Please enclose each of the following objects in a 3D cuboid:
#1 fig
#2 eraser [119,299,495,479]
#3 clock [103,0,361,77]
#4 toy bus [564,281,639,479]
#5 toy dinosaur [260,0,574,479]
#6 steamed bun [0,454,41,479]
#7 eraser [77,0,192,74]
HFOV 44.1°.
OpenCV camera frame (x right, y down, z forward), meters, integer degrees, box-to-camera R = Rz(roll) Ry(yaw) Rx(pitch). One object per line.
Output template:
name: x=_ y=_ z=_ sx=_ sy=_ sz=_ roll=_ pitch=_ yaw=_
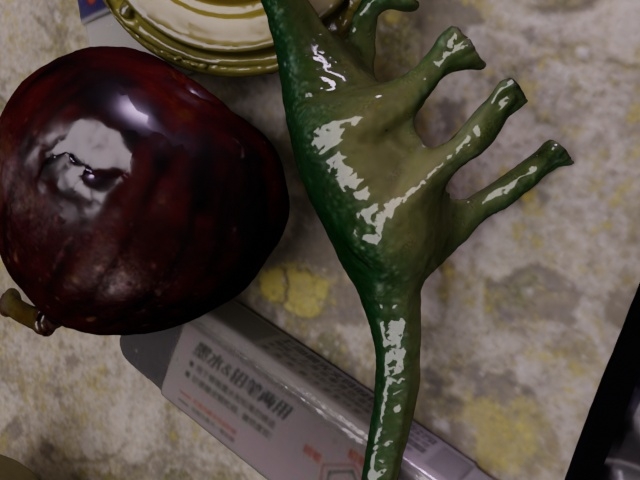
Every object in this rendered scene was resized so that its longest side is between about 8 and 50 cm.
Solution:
fig: x=-0.149 y=-0.002 z=0.550 sx=0.203 sy=0.186 sz=0.250 roll=34 pitch=98 yaw=3
eraser: x=-0.009 y=0.140 z=0.588 sx=0.352 sy=0.061 sz=0.089 roll=32 pitch=111 yaw=25
clock: x=-0.061 y=-0.231 z=0.539 sx=0.236 sy=0.057 sz=0.237 roll=0 pitch=93 yaw=6
toy bus: x=0.248 y=0.021 z=0.373 sx=0.162 sy=0.171 sz=0.387 roll=20 pitch=104 yaw=17
toy dinosaur: x=0.000 y=0.000 z=0.504 sx=0.447 sy=0.087 sz=0.301 roll=46 pitch=102 yaw=8
steamed bun: x=-0.309 y=0.351 z=0.682 sx=0.203 sy=0.276 sz=0.289 roll=27 pitch=83 yaw=14
eraser: x=-0.137 y=-0.237 z=0.625 sx=0.124 sy=0.068 sz=0.210 roll=-10 pitch=90 yaw=30
